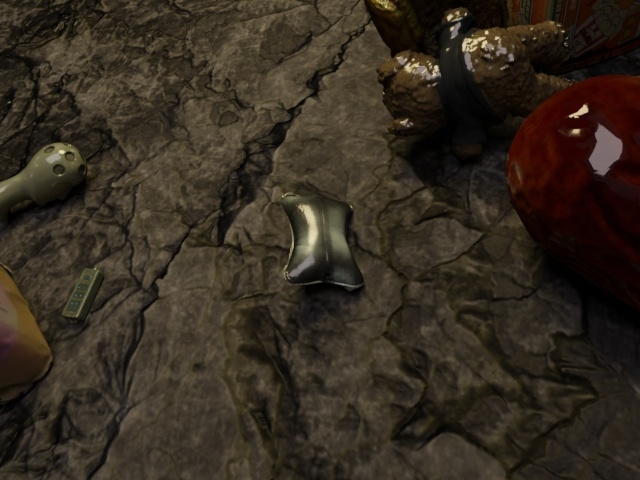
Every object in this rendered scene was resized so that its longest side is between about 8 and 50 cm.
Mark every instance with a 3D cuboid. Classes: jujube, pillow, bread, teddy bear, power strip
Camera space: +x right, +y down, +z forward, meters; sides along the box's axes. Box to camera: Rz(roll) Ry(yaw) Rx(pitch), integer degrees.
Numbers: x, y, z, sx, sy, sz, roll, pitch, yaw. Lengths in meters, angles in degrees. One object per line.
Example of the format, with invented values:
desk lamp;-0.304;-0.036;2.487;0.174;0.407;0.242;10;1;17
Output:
jujube;0.302;-0.038;0.507;0.190;0.190;0.255;-32;62;-7
pillow;0.000;-0.001;0.634;0.091;0.055;0.135;-8;57;8
bread;0.155;-0.319;0.704;0.181;0.222;0.096;-40;51;0
teddy bear;0.197;-0.198;0.638;0.251;0.129;0.182;-10;84;9
power strip;-0.313;0.070;0.698;0.027;0.017;0.083;4;60;16

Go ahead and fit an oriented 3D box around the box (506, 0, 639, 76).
box;0.349;-0.354;0.686;0.177;0.195;0.148;-20;55;1

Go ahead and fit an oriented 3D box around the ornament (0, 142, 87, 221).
ornament;-0.431;-0.089;0.806;0.156;0.081;0.075;-29;18;-3

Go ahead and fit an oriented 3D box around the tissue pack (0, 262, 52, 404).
tissue pack;-0.453;0.060;0.596;0.123;0.256;0.215;-43;56;-10
